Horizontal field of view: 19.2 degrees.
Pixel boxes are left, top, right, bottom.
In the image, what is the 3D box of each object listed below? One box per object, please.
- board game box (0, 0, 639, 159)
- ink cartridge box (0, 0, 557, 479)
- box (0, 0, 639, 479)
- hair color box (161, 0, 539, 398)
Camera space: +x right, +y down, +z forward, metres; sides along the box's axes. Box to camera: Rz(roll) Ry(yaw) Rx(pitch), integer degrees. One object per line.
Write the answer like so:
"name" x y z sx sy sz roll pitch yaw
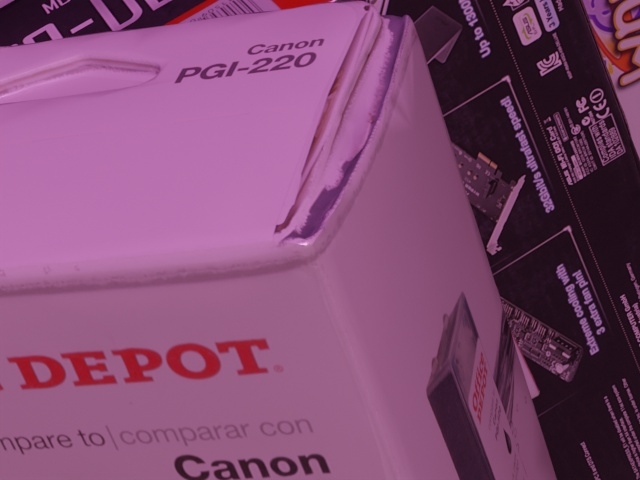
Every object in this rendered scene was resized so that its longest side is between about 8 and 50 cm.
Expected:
"board game box" -0.005 -0.053 0.645 0.316 0.064 0.242 -41 125 1
"ink cartridge box" -0.030 0.062 0.466 0.158 0.092 0.218 -6 125 22
"box" -0.002 0.046 0.613 0.242 0.076 0.307 -31 124 -5
"hair color box" 0.000 0.000 0.516 0.072 0.043 0.141 -31 122 -5
